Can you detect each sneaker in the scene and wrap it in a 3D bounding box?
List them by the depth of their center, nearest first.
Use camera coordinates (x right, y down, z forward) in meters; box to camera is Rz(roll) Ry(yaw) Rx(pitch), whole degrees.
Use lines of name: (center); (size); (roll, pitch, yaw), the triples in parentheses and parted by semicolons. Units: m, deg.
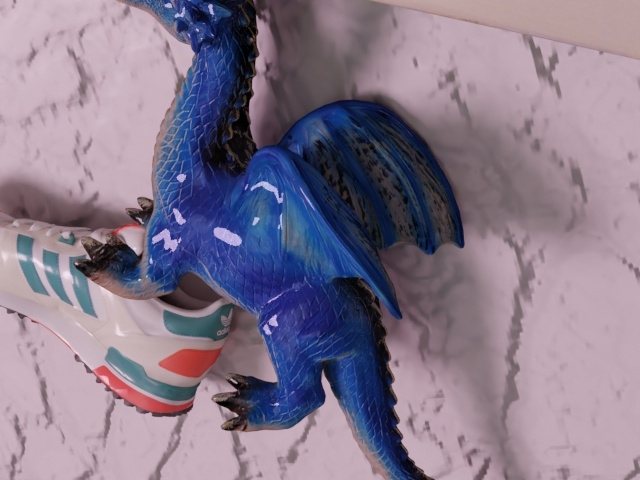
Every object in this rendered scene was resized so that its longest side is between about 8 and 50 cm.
sneaker: (-0.110, 0.010, 0.578); (0.161, 0.057, 0.075); (36, 107, 8)

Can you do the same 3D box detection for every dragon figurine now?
dragon figurine: (0.000, 0.000, 0.493); (0.289, 0.085, 0.144); (47, 125, 0)

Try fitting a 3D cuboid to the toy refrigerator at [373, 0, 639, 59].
toy refrigerator: (0.058, -0.121, 0.397); (0.269, 0.102, 0.094); (16, 120, 18)
